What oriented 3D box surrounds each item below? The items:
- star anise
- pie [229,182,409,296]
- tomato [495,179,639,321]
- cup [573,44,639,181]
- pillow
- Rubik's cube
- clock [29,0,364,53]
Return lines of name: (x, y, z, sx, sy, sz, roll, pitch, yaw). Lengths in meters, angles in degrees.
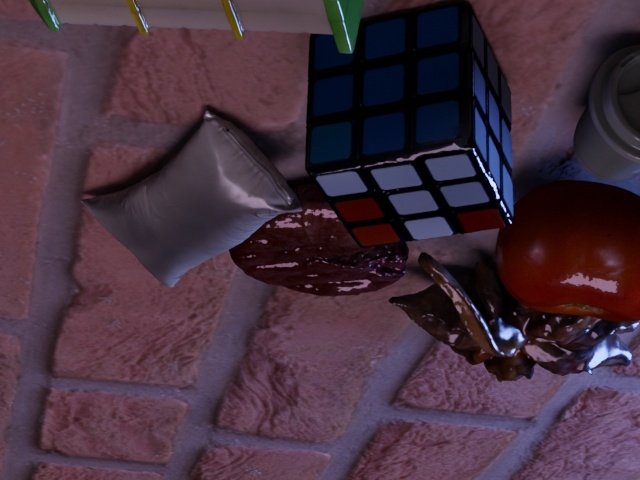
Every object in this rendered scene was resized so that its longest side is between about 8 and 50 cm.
star anise: (0.231, 0.098, 2.084, 0.292, 0.109, 0.349, -8, 152, 1)
pie: (0.000, 0.000, 1.971, 0.204, 0.054, 0.219, 3, 154, -4)
tomato: (0.283, 0.011, 1.870, 0.195, 0.136, 0.195, 9, 170, 2)
cup: (0.297, -0.114, 1.688, 0.120, 0.120, 0.141, 8, 163, -12)
pillow: (-0.141, -0.040, 1.876, 0.144, 0.078, 0.254, 38, 140, -20)
Rubik's cube: (0.085, -0.105, 1.652, 0.162, 0.160, 0.163, -8, 150, 18)
clock: (-0.087, -0.261, 1.323, 0.255, 0.220, 0.106, 4, 152, 13)
